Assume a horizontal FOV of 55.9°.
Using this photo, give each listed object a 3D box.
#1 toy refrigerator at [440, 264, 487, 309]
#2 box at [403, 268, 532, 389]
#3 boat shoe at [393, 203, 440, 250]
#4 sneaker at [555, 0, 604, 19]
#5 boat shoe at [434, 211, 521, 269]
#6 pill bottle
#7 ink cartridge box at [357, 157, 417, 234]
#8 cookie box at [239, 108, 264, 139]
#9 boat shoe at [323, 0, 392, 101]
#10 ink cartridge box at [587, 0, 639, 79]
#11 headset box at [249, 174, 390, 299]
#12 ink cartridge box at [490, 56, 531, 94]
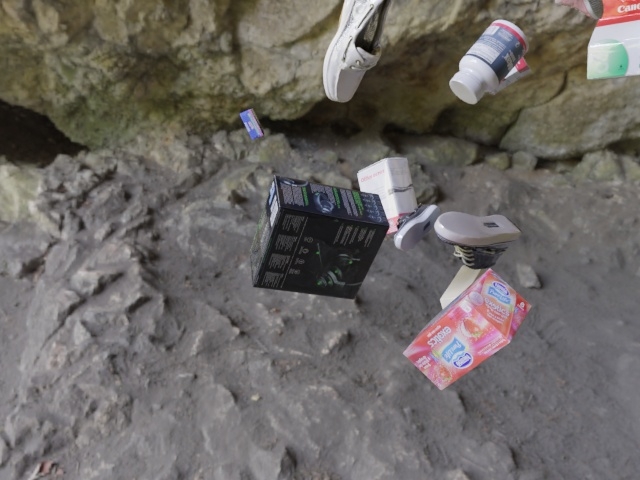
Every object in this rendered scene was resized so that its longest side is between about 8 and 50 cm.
[{"bbox_3d":[0.486,0.177,2.015,0.094,0.102,0.269,-10,17,32],"label":"toy refrigerator"},{"bbox_3d":[0.363,0.228,1.518,0.142,0.300,0.154,43,48,8],"label":"box"},{"bbox_3d":[0.249,-0.045,1.662,0.076,0.080,0.228,19,39,30],"label":"boat shoe"},{"bbox_3d":[0.578,-0.544,1.360,0.134,0.051,0.070,31,-14,-29],"label":"sneaker"},{"bbox_3d":[0.429,0.015,1.732,0.340,0.158,0.127,1,39,-37],"label":"boat shoe"},{"bbox_3d":[0.390,-0.412,1.412,0.108,0.180,0.108,40,-3,3],"label":"pill bottle"},{"bbox_3d":[0.208,-0.128,1.846,0.092,0.218,0.158,-10,-5,-33],"label":"ink cartridge box"},{"bbox_3d":[-0.217,-0.373,1.931,0.040,0.092,0.107,-24,14,4],"label":"cookie box"},{"bbox_3d":[0.081,-0.402,1.273,0.098,0.277,0.096,-23,54,-34],"label":"boat shoe"},{"bbox_3d":[0.762,-0.521,1.498,0.056,0.225,0.181,-13,14,-36],"label":"ink cartridge box"},{"bbox_3d":[0.000,0.000,1.427,0.282,0.246,0.131,8,38,-17],"label":"headset box"},{"bbox_3d":[0.571,-0.515,1.863,0.099,0.135,0.056,-8,70,-63],"label":"ink cartridge box"}]
